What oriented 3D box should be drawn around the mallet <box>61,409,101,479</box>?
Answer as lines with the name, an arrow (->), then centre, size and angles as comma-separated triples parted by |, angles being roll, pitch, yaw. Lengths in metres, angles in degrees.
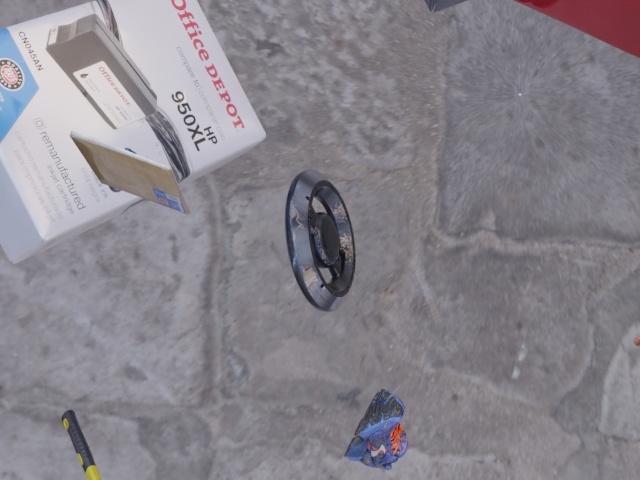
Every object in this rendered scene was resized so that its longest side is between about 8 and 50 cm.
mallet -> -0.229, 0.242, 0.942 | 0.039, 0.190, 0.062 | 5, 109, -34

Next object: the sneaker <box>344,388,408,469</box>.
sneaker -> 0.104, 0.305, 1.505 | 0.087, 0.221, 0.083 | 26, 61, 5

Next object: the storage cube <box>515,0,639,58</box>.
storage cube -> 0.316, -0.334, 0.978 | 0.215, 0.193, 0.183 | 33, 80, 24

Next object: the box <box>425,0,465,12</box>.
box -> 0.178, -0.486, 1.319 | 0.165, 0.143, 0.270 | -22, 73, -4

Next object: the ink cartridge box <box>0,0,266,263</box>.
ink cartridge box -> -0.319, -0.185, 1.375 | 0.166, 0.395, 0.285 | -20, 98, 54

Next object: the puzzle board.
puzzle board -> -0.174, -0.063, 0.884 | 0.096, 0.128, 0.011 | 20, 75, 5

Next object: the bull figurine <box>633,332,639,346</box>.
bull figurine -> 0.453, 0.174, 0.953 | 0.188, 0.310, 0.101 | 8, 130, -25

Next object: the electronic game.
electronic game -> 0.000, 0.000, 1.507 | 0.048, 0.229, 0.229 | -10, 97, 23
